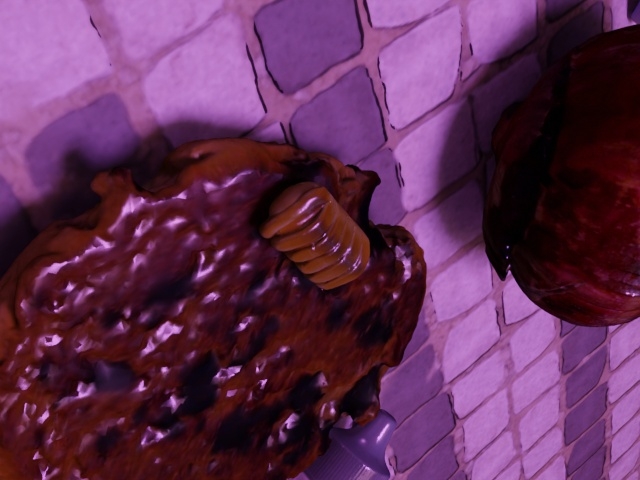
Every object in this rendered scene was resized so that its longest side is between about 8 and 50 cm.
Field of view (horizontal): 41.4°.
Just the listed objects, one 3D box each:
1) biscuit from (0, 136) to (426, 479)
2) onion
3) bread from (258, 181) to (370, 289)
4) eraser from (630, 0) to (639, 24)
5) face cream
[{"bbox_3d":[-0.070,0.063,0.580,0.334,0.081,0.289,-1,114,-40],"label":"biscuit"},{"bbox_3d":[0.227,-0.052,0.680,0.246,0.190,0.246,-59,169,-19],"label":"onion"},{"bbox_3d":[0.000,0.000,0.522,0.049,0.034,0.088,-43,135,-2],"label":"bread"},{"bbox_3d":[0.338,-0.257,0.728,0.150,0.023,0.104,-41,165,-13],"label":"eraser"},{"bbox_3d":[-0.033,0.278,0.757,0.311,0.092,0.092,-51,139,1],"label":"face cream"}]
